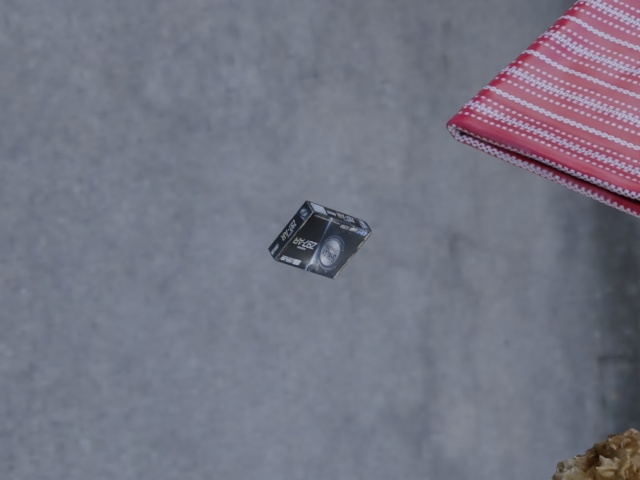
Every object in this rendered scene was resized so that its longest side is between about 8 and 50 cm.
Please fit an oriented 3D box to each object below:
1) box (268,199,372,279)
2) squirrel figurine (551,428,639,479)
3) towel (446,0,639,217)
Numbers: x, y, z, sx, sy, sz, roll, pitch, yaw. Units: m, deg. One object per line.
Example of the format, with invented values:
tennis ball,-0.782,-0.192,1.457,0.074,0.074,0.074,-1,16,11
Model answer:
box,0.000,0.000,1.586,0.083,0.067,0.018,20,29,-40
squirrel figurine,0.334,0.327,1.444,0.397,0.370,0.281,67,28,-11
towel,0.246,-0.118,1.216,0.275,0.198,0.031,-43,147,-40
